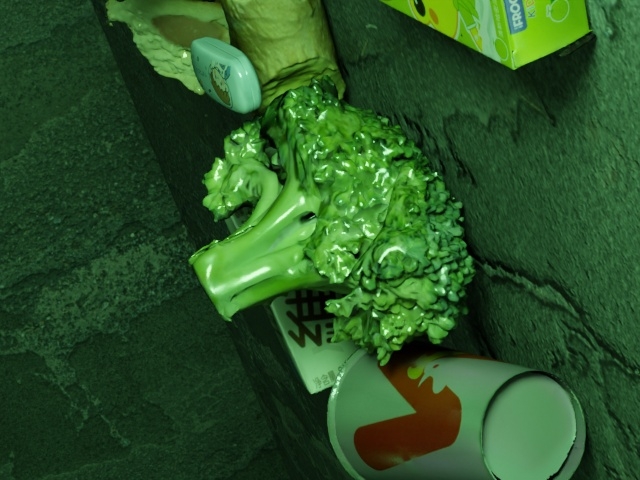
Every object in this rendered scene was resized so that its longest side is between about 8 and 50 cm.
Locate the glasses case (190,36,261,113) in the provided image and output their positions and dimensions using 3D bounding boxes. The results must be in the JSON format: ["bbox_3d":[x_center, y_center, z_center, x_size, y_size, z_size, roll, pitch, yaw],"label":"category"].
[{"bbox_3d":[-0.114,-0.199,1.688,0.178,0.045,0.067,36,143,60],"label":"glasses case"}]

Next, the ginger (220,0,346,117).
[{"bbox_3d":[-0.059,-0.262,1.748,0.276,0.130,0.221,108,138,-69],"label":"ginger"}]

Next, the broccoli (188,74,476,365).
[{"bbox_3d":[0.012,-0.015,1.620,0.277,0.317,0.338,78,-171,-60],"label":"broccoli"}]

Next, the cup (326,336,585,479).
[{"bbox_3d":[0.158,0.203,1.586,0.288,0.203,0.203,-3,112,63],"label":"cup"}]

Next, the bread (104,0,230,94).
[{"bbox_3d":[-0.192,-0.309,2.011,0.184,0.211,0.224,92,156,-51],"label":"bread"}]

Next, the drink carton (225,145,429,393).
[{"bbox_3d":[0.002,0.021,1.861,0.325,0.194,0.132,65,172,-5],"label":"drink carton"}]

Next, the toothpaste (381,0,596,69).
[{"bbox_3d":[0.101,-0.246,1.182,0.327,0.077,0.110,42,154,55],"label":"toothpaste"}]
